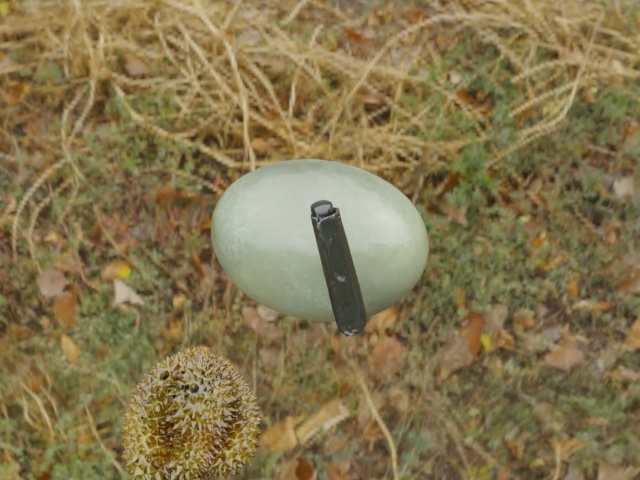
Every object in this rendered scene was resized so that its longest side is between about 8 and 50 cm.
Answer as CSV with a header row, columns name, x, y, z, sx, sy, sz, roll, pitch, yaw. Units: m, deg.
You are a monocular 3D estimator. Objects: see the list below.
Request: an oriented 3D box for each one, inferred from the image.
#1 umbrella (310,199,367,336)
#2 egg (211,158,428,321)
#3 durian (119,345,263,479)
name,x,y,z,sx,sy,sz,roll,pitch,yaw
umbrella,0.016,0.025,0.979,0.031,0.133,0.036,-19,23,-13
egg,0.000,0.000,1.715,0.352,0.258,0.259,4,52,-11
durian,-0.142,0.201,1.198,0.136,0.158,0.168,8,88,40
